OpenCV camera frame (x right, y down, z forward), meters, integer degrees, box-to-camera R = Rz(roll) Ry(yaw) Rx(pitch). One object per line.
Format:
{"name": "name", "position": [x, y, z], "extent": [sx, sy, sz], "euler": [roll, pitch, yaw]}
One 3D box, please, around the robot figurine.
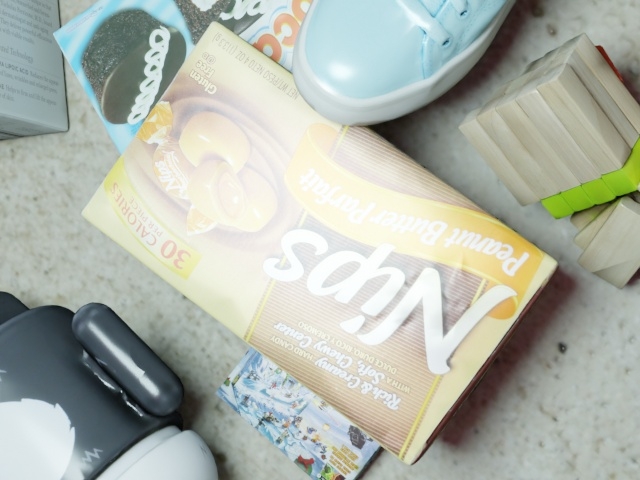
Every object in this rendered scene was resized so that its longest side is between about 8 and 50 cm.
{"name": "robot figurine", "position": [-0.213, 0.166, 1.037], "extent": [0.278, 0.209, 0.173], "euler": [42, 64, 13]}

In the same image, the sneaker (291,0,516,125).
{"name": "sneaker", "position": [0.114, -0.240, 0.910], "extent": [0.135, 0.150, 0.366], "euler": [40, 78, 14]}

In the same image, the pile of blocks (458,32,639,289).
{"name": "pile of blocks", "position": [0.285, -0.029, 0.951], "extent": [0.362, 0.149, 0.112], "euler": [35, 55, 5]}

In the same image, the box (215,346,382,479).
{"name": "box", "position": [-0.006, 0.133, 1.055], "extent": [0.137, 0.027, 0.094], "euler": [40, 99, 13]}

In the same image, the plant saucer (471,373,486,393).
{"name": "plant saucer", "position": [0.059, 0.063, 1.022], "extent": [0.168, 0.029, 0.168], "euler": [-1, 79, 7]}

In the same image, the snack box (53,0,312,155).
{"name": "snack box", "position": [-0.043, -0.179, 1.057], "extent": [0.322, 0.060, 0.187], "euler": [-32, 81, 13]}

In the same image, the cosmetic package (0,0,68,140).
{"name": "cosmetic package", "position": [-0.320, -0.180, 1.089], "extent": [0.151, 0.151, 0.184], "euler": [-7, 86, 15]}

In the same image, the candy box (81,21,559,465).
{"name": "candy box", "position": [0.000, 0.000, 0.969], "extent": [0.316, 0.087, 0.183], "euler": [36, 96, 10]}
